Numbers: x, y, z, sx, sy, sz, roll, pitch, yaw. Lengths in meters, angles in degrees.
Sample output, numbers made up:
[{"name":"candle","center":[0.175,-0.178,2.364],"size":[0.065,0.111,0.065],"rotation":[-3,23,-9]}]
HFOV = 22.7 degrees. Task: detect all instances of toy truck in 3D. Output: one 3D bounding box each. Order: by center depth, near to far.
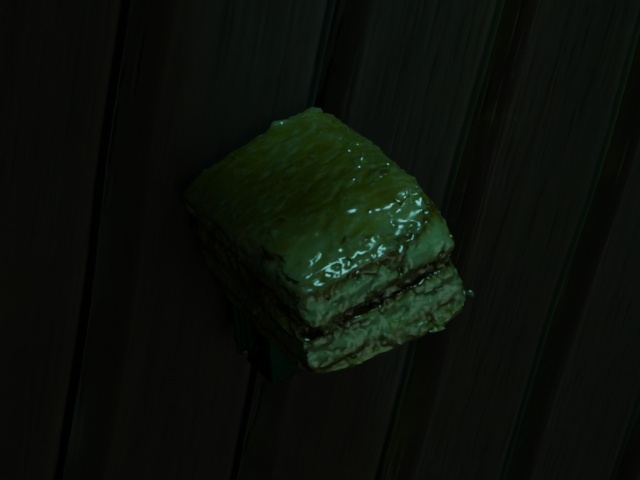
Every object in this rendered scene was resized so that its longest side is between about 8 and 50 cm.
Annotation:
[{"name":"toy truck","center":[0.000,0.041,1.239],"size":[0.147,0.079,0.065],"rotation":[-25,130,-26]}]

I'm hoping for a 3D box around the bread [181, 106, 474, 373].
[{"name":"bread","center":[0.000,0.000,1.128],"size":[0.138,0.196,0.102],"rotation":[-32,130,-12]}]
